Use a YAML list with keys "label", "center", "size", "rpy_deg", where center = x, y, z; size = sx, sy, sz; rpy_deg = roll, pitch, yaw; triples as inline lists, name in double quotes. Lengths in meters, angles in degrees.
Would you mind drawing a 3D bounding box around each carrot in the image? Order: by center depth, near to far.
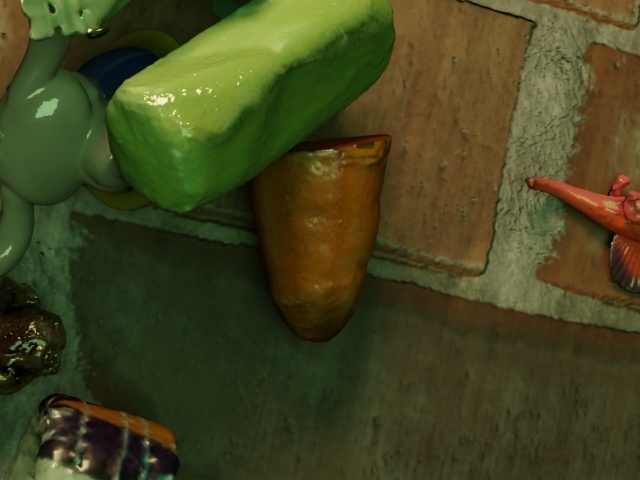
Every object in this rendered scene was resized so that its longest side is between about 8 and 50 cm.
- label: "carrot"
  center: [0.000, 0.000, 1.431]
  size: [0.159, 0.159, 0.225]
  rpy_deg: [-3, 95, -16]

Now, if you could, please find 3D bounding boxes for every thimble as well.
- label: "thimble"
  center: [-0.245, 0.279, 1.329]
  size: [0.150, 0.237, 0.237]
  rpy_deg: [21, 86, -16]

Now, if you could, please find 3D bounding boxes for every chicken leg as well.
- label: "chicken leg"
  center: [-0.364, 0.114, 1.378]
  size: [0.196, 0.080, 0.125]
  rpy_deg: [-19, 87, -7]

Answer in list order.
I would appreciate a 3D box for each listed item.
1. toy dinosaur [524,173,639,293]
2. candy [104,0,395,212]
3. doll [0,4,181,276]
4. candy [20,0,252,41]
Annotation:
- label: "toy dinosaur"
  center: [0.364, -0.004, 1.594]
  size: [0.286, 0.070, 0.139]
  rpy_deg: [4, 113, -14]
- label: "candy"
  center: [-0.060, -0.157, 1.317]
  size: [0.132, 0.142, 0.343]
  rpy_deg: [39, 50, 15]
- label: "doll"
  center: [-0.234, -0.082, 1.342]
  size: [0.160, 0.242, 0.311]
  rpy_deg: [33, 105, 16]
- label: "candy"
  center: [-0.196, -0.323, 1.260]
  size: [0.172, 0.398, 0.263]
  rpy_deg: [-25, 91, 31]
